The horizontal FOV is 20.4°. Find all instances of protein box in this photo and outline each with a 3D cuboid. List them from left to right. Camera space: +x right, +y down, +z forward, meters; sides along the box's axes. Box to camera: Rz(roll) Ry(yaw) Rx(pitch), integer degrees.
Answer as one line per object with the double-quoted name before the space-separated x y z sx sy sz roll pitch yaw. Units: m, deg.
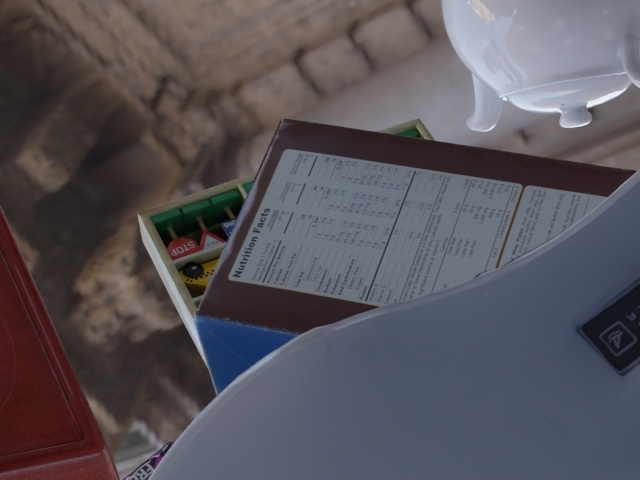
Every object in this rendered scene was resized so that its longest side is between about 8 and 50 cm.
"protein box" 0.064 0.063 0.927 0.200 0.201 0.136 78 -152 -50

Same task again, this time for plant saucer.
"plant saucer" -0.267 0.074 1.145 0.259 0.048 0.258 -6 -120 -44

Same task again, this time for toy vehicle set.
"toy vehicle set" 0.000 0.000 1.481 0.266 0.035 0.166 -20 -131 -16

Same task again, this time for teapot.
"teapot" 0.252 -0.210 1.824 0.256 0.252 0.187 3 -104 -80

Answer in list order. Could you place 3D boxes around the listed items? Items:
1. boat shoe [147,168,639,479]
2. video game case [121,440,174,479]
"boat shoe" 0.091 0.066 0.692 0.136 0.367 0.156 49 169 23
"video game case" -0.102 0.246 0.948 0.232 0.210 0.042 -38 -37 -18
